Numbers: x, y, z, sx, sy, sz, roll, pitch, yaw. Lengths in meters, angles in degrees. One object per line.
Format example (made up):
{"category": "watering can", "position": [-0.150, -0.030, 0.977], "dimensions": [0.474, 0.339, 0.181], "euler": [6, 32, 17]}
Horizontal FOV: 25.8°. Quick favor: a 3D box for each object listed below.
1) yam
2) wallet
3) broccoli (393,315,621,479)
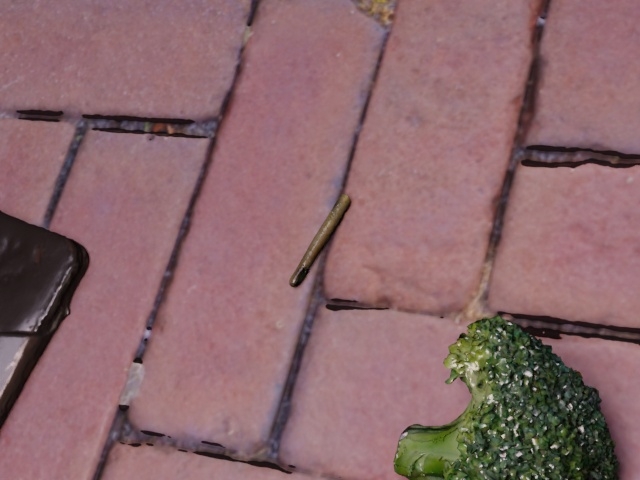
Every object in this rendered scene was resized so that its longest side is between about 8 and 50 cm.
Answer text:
{"category": "yam", "position": [0.000, 0.000, 1.356], "dimensions": [0.014, 0.014, 0.107], "euler": [24, 75, 31]}
{"category": "wallet", "position": [-0.367, 0.115, 1.434], "dimensions": [0.165, 0.042, 0.310], "euler": [18, 72, 31]}
{"category": "broccoli", "position": [0.133, 0.173, 1.140], "dimensions": [0.194, 0.194, 0.220], "euler": [-6, 86, 20]}
